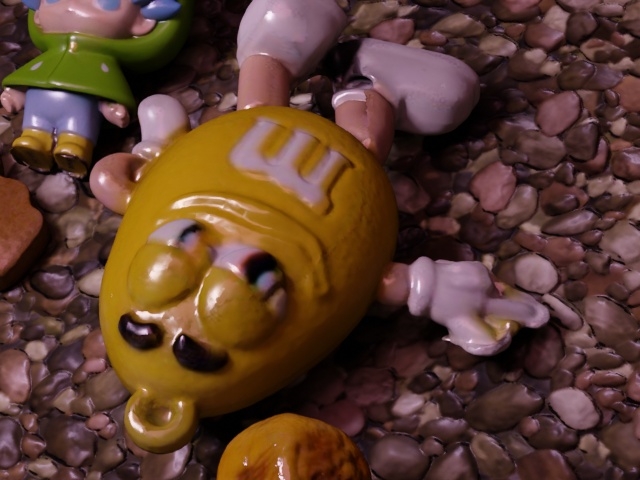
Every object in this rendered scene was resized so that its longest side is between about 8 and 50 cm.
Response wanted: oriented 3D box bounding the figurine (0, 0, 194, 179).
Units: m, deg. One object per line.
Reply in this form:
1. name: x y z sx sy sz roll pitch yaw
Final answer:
1. figurine: -0.203 -0.183 1.753 0.162 0.143 0.263 6 68 25

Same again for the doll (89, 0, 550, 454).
1. doll: -0.012 -0.028 1.567 0.348 0.161 0.423 -4 52 -10

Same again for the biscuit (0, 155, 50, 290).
1. biscuit: -0.367 -0.038 1.717 0.295 0.044 0.186 17 58 25

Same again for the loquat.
1. loquat: -0.020 0.192 1.393 0.113 0.137 0.137 6 46 -18
